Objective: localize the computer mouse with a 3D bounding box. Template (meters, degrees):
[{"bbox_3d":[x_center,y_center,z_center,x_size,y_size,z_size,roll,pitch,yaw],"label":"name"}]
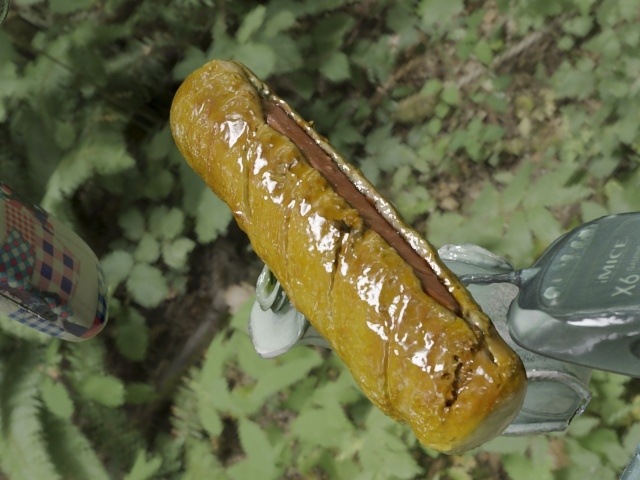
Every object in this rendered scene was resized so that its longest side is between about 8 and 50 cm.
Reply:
[{"bbox_3d":[0.247,0.041,0.858,0.379,0.090,0.167,-2,33,40],"label":"computer mouse"}]

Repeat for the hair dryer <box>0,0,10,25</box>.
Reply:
[{"bbox_3d":[-0.457,-0.254,1.220,0.237,0.075,0.206,-27,48,-19],"label":"hair dryer"}]

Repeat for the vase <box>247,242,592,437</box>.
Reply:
[{"bbox_3d":[0.131,0.114,1.550,0.250,0.445,0.250,-50,29,43],"label":"vase"}]

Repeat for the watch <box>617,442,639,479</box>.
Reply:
[{"bbox_3d":[0.397,0.415,1.536,0.274,0.068,0.276,-58,-11,-62],"label":"watch"}]

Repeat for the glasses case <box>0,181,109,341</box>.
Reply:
[{"bbox_3d":[-0.328,-0.001,1.167,0.076,0.327,0.125,-33,48,19],"label":"glasses case"}]

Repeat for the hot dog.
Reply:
[{"bbox_3d":[0.002,0.001,0.660,0.286,0.061,0.088,45,126,31],"label":"hot dog"}]
